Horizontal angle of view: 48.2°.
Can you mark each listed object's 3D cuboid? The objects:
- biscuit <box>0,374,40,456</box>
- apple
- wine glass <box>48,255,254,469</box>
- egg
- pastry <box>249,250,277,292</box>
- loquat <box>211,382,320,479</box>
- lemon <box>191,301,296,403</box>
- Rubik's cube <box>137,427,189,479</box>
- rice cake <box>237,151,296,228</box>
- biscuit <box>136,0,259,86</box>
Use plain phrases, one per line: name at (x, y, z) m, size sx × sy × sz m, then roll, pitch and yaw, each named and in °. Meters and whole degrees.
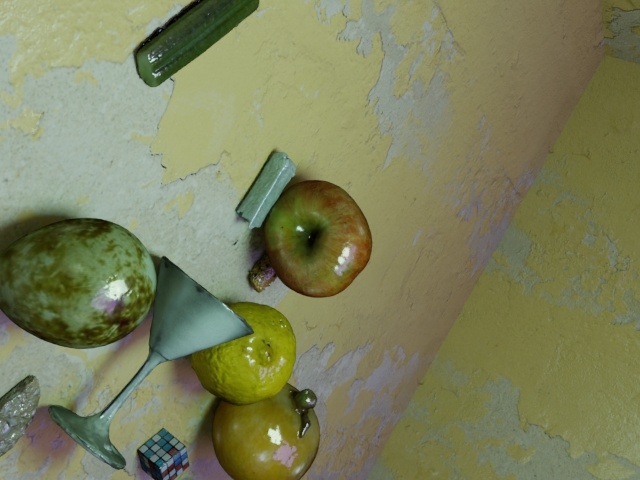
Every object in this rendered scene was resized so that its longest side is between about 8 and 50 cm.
biscuit at (-0.649, 0.387, 1.420) m, size 0.250 × 0.032 × 0.133 m, roll -43°, pitch 147°, yaw -32°
apple at (0.000, 0.000, 1.842) m, size 0.250 × 0.277 × 0.310 m, roll 37°, pitch 46°, yaw -67°
wine glass at (-0.373, 0.268, 1.557) m, size 0.406 × 0.267 × 0.267 m, roll -50°, pitch 149°, yaw -11°
egg at (-0.441, 0.078, 1.291) m, size 0.289 × 0.238 × 0.238 m, roll -2°, pitch 117°, yaw -37°
pastry at (-0.138, 0.074, 1.946) m, size 0.140 × 0.056 × 0.080 m, roll -43°, pitch 139°, yaw -19°
loquat at (-0.140, 0.534, 2.030) m, size 0.359 × 0.328 × 0.328 m, roll -45°, pitch 158°, yaw 25°
lemon at (-0.196, 0.285, 1.817) m, size 0.268 × 0.268 × 0.322 m, roll -45°, pitch -175°, yaw -27°
Rubik's cube at (-0.413, 0.572, 1.883) m, size 0.092 × 0.092 × 0.092 m, roll -37°, pitch 142°, yaw -37°
rice cake at (-0.134, -0.122, 1.778) m, size 0.207 × 0.063 × 0.069 m, roll -59°, pitch 156°, yaw -4°
biscuit at (-0.233, -0.418, 1.405) m, size 0.322 × 0.038 × 0.099 m, roll -47°, pitch 150°, yaw -26°
